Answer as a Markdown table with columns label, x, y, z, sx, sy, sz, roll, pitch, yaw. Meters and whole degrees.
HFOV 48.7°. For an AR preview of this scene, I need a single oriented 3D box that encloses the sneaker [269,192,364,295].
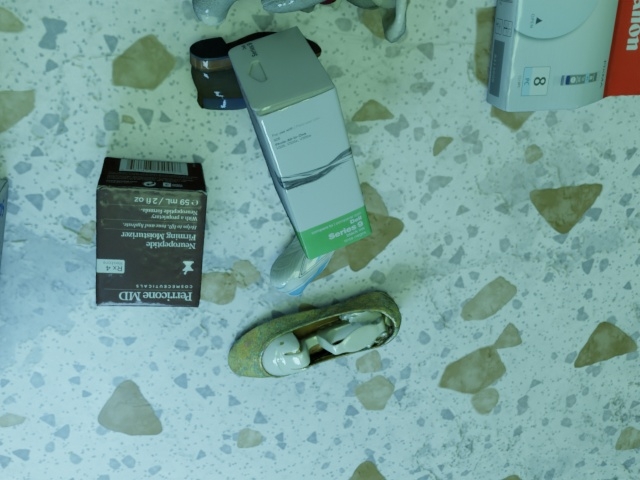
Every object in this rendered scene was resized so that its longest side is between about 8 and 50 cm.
| label | x | y | z | sx | sy | sz | roll | pitch | yaw |
| --- | --- | --- | --- | --- | --- | --- | --- | --- | --- |
| sneaker | 0.000 | 0.000 | 1.295 | 0.237 | 0.085 | 0.086 | -51 | 140 | 6 |

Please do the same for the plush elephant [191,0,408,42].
| label | x | y | z | sx | sy | sz | roll | pitch | yaw |
| --- | --- | --- | --- | --- | --- | --- | --- | --- | --- |
| plush elephant | 0.010 | -0.425 | 1.043 | 0.329 | 0.272 | 0.255 | -11 | 158 | 24 |

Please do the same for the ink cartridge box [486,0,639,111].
| label | x | y | z | sx | sy | sz | roll | pitch | yaw |
| --- | --- | --- | --- | --- | --- | --- | --- | --- | --- |
| ink cartridge box | 0.496 | -0.392 | 1.240 | 0.384 | 0.091 | 0.308 | -4 | 113 | -11 |

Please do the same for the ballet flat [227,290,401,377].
| label | x | y | z | sx | sy | sz | roll | pitch | yaw |
| --- | --- | --- | --- | --- | --- | --- | --- | --- | --- |
| ballet flat | -0.008 | 0.192 | 1.345 | 0.348 | 0.123 | 0.123 | -18 | 115 | -5 |

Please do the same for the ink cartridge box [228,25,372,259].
| label | x | y | z | sx | sy | sz | roll | pitch | yaw |
| --- | --- | --- | --- | --- | --- | --- | --- | --- | --- |
| ink cartridge box | -0.029 | -0.150 | 1.103 | 0.121 | 0.211 | 0.289 | -21 | 134 | -4 |

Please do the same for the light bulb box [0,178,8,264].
| label | x | y | z | sx | sy | sz | roll | pitch | yaw |
| --- | --- | --- | --- | --- | --- | --- | --- | --- | --- |
| light bulb box | -0.688 | 0.077 | 1.061 | 0.357 | 0.225 | 0.361 | 8 | 106 | -17 |

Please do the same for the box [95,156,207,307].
| label | x | y | z | sx | sy | sz | roll | pitch | yaw |
| --- | --- | --- | --- | --- | --- | --- | --- | --- | --- |
| box | -0.279 | -0.016 | 1.165 | 0.168 | 0.167 | 0.203 | 2 | 112 | -14 |

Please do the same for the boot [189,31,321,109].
| label | x | y | z | sx | sy | sz | roll | pitch | yaw |
| --- | --- | --- | --- | --- | --- | --- | --- | --- | --- |
| boot | -0.108 | -0.278 | 1.166 | 0.219 | 0.082 | 0.106 | -8 | 138 | -18 |
